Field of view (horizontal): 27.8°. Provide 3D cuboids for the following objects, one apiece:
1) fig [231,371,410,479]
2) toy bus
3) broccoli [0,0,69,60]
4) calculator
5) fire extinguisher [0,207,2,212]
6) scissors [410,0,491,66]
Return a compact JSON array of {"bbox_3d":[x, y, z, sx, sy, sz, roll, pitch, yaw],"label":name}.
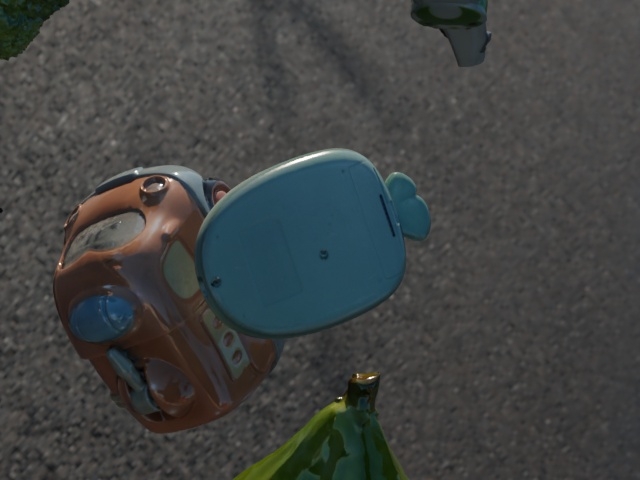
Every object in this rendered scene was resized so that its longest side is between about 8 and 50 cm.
[{"bbox_3d":[-0.012,0.260,1.139,0.233,0.233,0.314,-42,121,-58],"label":"fig"},{"bbox_3d":[-0.176,0.077,1.418,0.288,0.194,0.232,60,32,-21],"label":"toy bus"},{"bbox_3d":[-0.342,-0.316,1.196,0.302,0.254,0.186,47,57,-21],"label":"broccoli"},{"bbox_3d":[0.000,0.000,1.376,0.295,0.042,0.184,-22,96,-30],"label":"calculator"},{"bbox_3d":[-0.475,0.028,1.663,0.138,0.102,0.344,8,42,-23],"label":"fire extinguisher"},{"bbox_3d":[0.070,-0.136,0.718,0.204,0.101,0.027,44,52,-75],"label":"scissors"}]
